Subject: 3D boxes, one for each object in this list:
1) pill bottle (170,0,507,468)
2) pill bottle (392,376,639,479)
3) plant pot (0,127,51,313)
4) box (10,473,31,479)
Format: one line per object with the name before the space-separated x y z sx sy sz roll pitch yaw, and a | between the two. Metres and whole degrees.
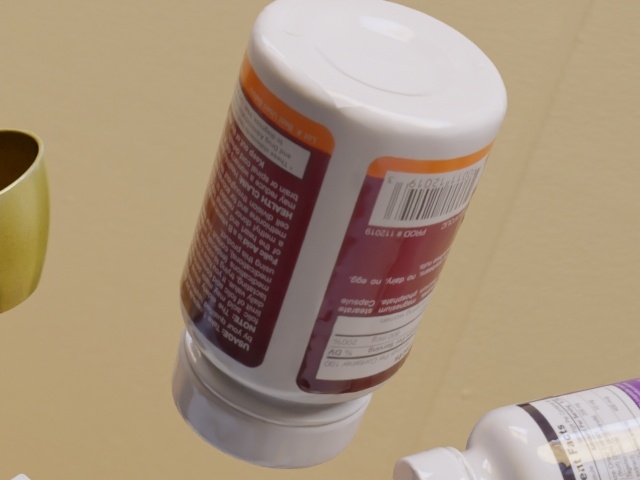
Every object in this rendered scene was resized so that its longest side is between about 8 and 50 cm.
pill bottle | 0.000 0.000 1.285 0.224 0.224 0.392 36 -53 23
pill bottle | 0.141 0.133 0.764 0.193 0.108 0.108 -10 -90 -14
plant pot | -0.237 -0.004 0.982 0.134 0.134 0.095 3 -56 30
box | -0.224 0.293 1.033 0.181 0.182 0.119 38 -61 12
